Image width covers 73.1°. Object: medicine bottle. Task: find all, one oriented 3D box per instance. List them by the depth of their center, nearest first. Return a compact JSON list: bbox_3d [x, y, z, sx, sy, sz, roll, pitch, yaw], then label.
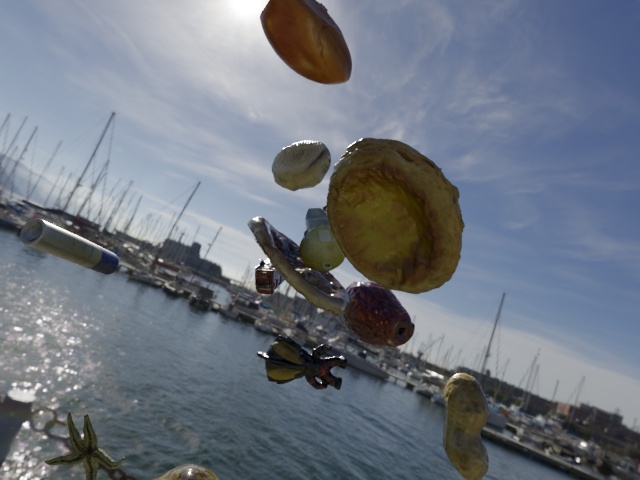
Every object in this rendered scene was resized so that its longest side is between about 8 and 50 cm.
[{"bbox_3d":[-0.543,0.020,0.956,0.059,0.059,0.231,19,-15,19],"label":"medicine bottle"}]

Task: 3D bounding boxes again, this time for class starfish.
[{"bbox_3d":[-0.604,0.546,1.102,0.216,0.224,0.050,-6,-2,-1],"label":"starfish"}]

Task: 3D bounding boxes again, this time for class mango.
[{"bbox_3d":[-0.024,-0.489,1.069,0.138,0.187,0.257,-25,-68,41],"label":"mango"}]

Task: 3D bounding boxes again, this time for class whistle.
[{"bbox_3d":[0.000,0.000,1.096,0.122,0.123,0.223,28,29,-31],"label":"whistle"}]

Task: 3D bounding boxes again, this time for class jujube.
[{"bbox_3d":[0.178,0.236,1.417,0.197,0.197,0.290,30,0,-35],"label":"jujube"}]

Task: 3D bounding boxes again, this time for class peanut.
[{"bbox_3d":[0.333,0.424,0.990,0.098,0.230,0.103,3,-18,6],"label":"peanut"}]

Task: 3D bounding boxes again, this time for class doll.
[{"bbox_3d":[-0.054,0.335,1.181,0.248,0.127,0.088,17,-33,1],"label":"doll"}]

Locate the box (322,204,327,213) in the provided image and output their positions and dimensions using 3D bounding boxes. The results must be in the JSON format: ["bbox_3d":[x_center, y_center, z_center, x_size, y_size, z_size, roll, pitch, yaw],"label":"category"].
[{"bbox_3d":[0.038,-0.097,1.569,0.074,0.054,0.099,57,-18,10],"label":"box"}]

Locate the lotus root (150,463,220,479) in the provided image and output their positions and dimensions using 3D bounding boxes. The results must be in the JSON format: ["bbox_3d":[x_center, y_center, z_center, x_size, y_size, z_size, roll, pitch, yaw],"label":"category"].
[{"bbox_3d":[-0.167,0.327,0.506,0.120,0.120,0.209,24,-33,-10],"label":"lotus root"}]

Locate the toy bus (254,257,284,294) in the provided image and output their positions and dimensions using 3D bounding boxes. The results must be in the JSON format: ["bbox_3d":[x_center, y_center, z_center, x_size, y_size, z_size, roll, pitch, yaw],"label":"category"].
[{"bbox_3d":[-0.140,0.093,1.338,0.073,0.097,0.235,2,13,11],"label":"toy bus"}]

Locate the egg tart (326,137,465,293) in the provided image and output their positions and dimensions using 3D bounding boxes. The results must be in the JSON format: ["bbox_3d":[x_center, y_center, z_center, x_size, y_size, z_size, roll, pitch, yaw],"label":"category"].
[{"bbox_3d":[0.149,-0.052,0.830,0.318,0.128,0.319,28,-44,31],"label":"egg tart"}]

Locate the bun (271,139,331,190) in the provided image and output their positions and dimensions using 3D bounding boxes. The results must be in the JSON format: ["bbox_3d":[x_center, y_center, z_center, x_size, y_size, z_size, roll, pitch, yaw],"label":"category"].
[{"bbox_3d":[-0.062,-0.249,1.514,0.220,0.220,0.134,15,-36,37],"label":"bun"}]

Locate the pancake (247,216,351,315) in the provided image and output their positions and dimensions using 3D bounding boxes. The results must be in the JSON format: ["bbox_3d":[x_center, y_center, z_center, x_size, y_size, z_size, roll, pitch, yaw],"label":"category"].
[{"bbox_3d":[-0.056,0.063,1.119,0.356,0.065,0.356,41,9,-8],"label":"pancake"}]
